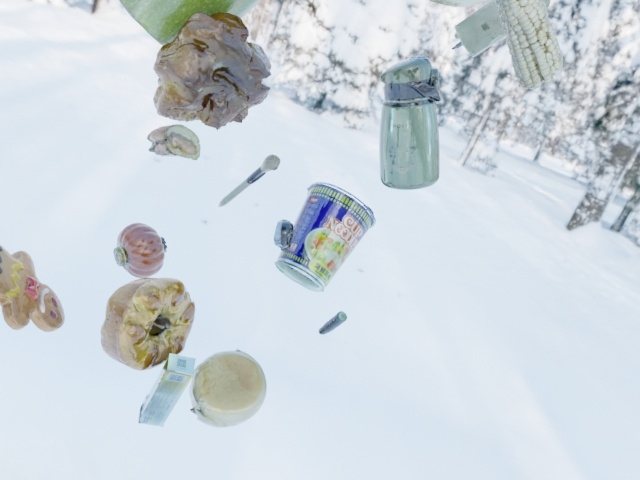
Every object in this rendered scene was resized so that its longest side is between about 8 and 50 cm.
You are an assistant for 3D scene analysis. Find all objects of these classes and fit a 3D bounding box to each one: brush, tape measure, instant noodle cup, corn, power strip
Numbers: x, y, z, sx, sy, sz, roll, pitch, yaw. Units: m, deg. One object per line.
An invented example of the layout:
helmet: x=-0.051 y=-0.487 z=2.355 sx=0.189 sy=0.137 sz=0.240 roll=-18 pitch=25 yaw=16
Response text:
brush: x=-0.214 y=-0.165 z=1.661 sx=0.042 sy=0.299 sz=0.039 roll=14 pitch=54 yaw=-39
tape measure: x=-0.112 y=-0.019 z=1.757 sx=0.054 sy=0.091 sz=0.094 roll=10 pitch=-15 yaw=10
instant noodle cup: x=0.000 y=0.000 z=1.973 sx=0.284 sy=0.312 sz=0.284 roll=27 pitch=-19 yaw=10
corn: x=0.352 y=-0.354 z=0.953 sx=0.087 sy=0.087 sz=0.211 roll=41 pitch=-11 yaw=49
power strip: x=0.382 y=-0.475 z=1.216 sx=0.080 sy=0.227 sz=0.029 roll=60 pitch=16 yaw=2

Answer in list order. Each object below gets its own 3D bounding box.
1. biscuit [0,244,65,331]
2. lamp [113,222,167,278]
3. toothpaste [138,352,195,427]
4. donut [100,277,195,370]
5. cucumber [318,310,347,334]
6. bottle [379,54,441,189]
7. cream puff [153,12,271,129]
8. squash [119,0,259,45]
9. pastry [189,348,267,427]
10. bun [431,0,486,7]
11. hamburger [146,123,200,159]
biscuit: x=-0.510 y=0.070 z=0.951 sx=0.250 sy=0.036 sz=0.165 roll=62 pitch=5 yaw=-46
lamp: x=-0.704 y=0.039 z=2.225 sx=0.197 sy=0.223 sz=0.223 roll=-20 pitch=40 yaw=-37
toothpaste: x=-0.470 y=0.462 z=1.721 sx=0.089 sy=0.312 sz=0.071 roll=17 pitch=38 yaw=-23
donut: x=-0.521 y=0.250 z=1.733 sx=0.150 sy=0.317 sz=0.299 roll=9 pitch=57 yaw=21
cucumber: x=0.031 y=0.243 z=1.633 sx=0.032 sy=0.133 sz=0.032 roll=17 pitch=53 yaw=-23
bottle: x=0.241 y=-0.319 z=1.539 sx=0.169 sy=0.346 sz=0.168 roll=-3 pitch=23 yaw=1
cream puff: x=-0.226 y=-0.339 z=1.165 sx=0.155 sy=0.269 sz=0.241 roll=29 pitch=-22 yaw=44
squash: x=-0.227 y=-0.602 z=1.204 sx=0.263 sy=0.384 sz=0.263 roll=47 pitch=19 yaw=-21
pastry: x=-0.302 y=0.477 z=1.839 sx=0.265 sy=0.133 sz=0.264 roll=9 pitch=57 yaw=-14
bun: x=0.197 y=-0.464 z=0.849 sx=0.210 sy=0.237 sz=0.116 roll=-21 pitch=7 yaw=13
hamburger: x=-0.395 y=-0.261 z=1.486 sx=0.102 sy=0.087 sz=0.176 roll=8 pitch=7 yaw=17
